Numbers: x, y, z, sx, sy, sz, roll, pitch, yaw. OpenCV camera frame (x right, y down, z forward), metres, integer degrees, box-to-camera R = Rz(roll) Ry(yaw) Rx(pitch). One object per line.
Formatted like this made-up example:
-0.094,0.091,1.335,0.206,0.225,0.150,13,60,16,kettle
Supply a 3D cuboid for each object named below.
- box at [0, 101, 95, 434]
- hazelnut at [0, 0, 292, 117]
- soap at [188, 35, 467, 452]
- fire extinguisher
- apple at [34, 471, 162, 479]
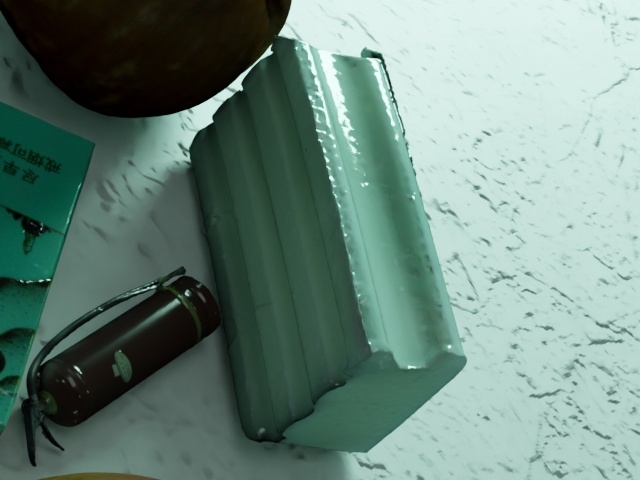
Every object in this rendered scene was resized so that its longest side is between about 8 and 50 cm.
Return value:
-0.238,-0.002,0.871,0.161,0.042,0.226,23,48,-16,box
-0.123,-0.202,0.984,0.218,0.218,0.234,-2,60,-34,hazelnut
0.000,0.000,0.951,0.094,0.150,0.261,10,53,-33,soap
-0.126,0.071,0.887,0.158,0.043,0.064,-34,114,-45,fire extinguisher
-0.108,0.204,0.708,0.168,0.181,0.181,-1,59,-29,apple
